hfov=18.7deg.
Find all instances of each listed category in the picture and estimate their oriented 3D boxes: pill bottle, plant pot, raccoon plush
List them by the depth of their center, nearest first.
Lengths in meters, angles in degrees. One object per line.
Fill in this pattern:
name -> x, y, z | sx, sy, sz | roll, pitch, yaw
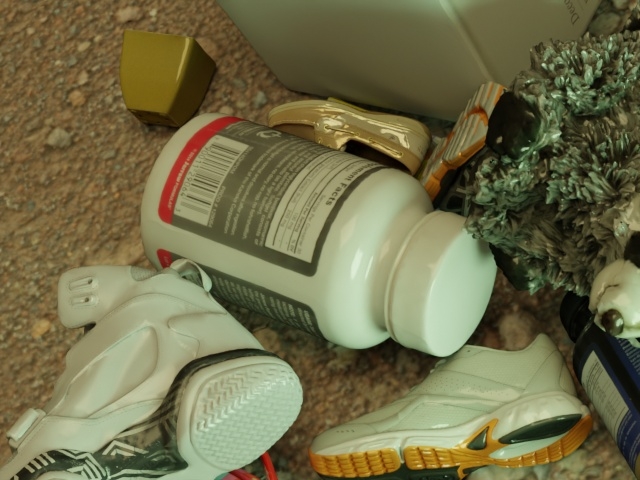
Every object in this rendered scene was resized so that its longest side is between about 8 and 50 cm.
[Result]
raccoon plush -> 0.337, -0.081, 1.706 | 0.299, 0.216, 0.446 | 26, 65, 26
pill bottle -> 0.303, 0.126, 1.757 | 0.122, 0.123, 0.219 | -26, 49, 0
pill bottle -> 0.000, 0.000, 1.860 | 0.318, 0.176, 0.176 | 20, 69, 29
plant pot -> -0.168, -0.167, 2.065 | 0.081, 0.081, 0.083 | 9, 78, 18

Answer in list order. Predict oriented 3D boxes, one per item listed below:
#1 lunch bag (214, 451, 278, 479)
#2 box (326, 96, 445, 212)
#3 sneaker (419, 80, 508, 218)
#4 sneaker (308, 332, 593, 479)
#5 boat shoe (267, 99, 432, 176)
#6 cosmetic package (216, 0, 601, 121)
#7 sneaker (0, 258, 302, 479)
lunch bag -> -0.146, 0.280, 1.800 | 0.293, 0.120, 0.258 | 29, 73, 26
box -> 0.065, -0.069, 1.975 | 0.179, 0.043, 0.105 | 22, 70, 25
sneaker -> 0.158, -0.080, 1.835 | 0.083, 0.215, 0.084 | 27, 67, -4
sneaker -> 0.115, 0.160, 1.822 | 0.262, 0.099, 0.121 | -11, 53, 0
boat shoe -> 0.023, -0.097, 1.939 | 0.170, 0.063, 0.059 | 7, 58, 17
cosmetic package -> 0.100, -0.372, 1.921 | 0.329, 0.327, 0.394 | 15, 67, 38
sneaker -> -0.216, 0.158, 1.754 | 0.365, 0.137, 0.210 | -28, 55, -11
